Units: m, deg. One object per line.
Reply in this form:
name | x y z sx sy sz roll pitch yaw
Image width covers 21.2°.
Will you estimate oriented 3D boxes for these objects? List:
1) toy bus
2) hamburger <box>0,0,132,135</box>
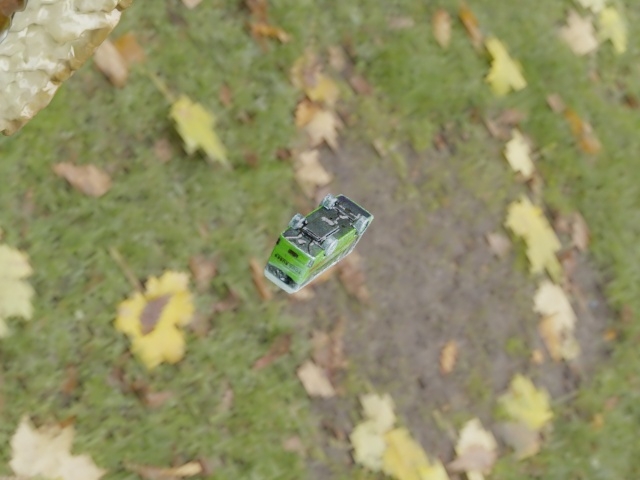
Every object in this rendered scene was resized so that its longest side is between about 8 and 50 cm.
toy bus | 0.000 0.000 1.022 0.031 0.037 0.083 34 30 13
hamburger | -0.139 -0.153 0.630 0.135 0.155 0.207 36 20 -41
